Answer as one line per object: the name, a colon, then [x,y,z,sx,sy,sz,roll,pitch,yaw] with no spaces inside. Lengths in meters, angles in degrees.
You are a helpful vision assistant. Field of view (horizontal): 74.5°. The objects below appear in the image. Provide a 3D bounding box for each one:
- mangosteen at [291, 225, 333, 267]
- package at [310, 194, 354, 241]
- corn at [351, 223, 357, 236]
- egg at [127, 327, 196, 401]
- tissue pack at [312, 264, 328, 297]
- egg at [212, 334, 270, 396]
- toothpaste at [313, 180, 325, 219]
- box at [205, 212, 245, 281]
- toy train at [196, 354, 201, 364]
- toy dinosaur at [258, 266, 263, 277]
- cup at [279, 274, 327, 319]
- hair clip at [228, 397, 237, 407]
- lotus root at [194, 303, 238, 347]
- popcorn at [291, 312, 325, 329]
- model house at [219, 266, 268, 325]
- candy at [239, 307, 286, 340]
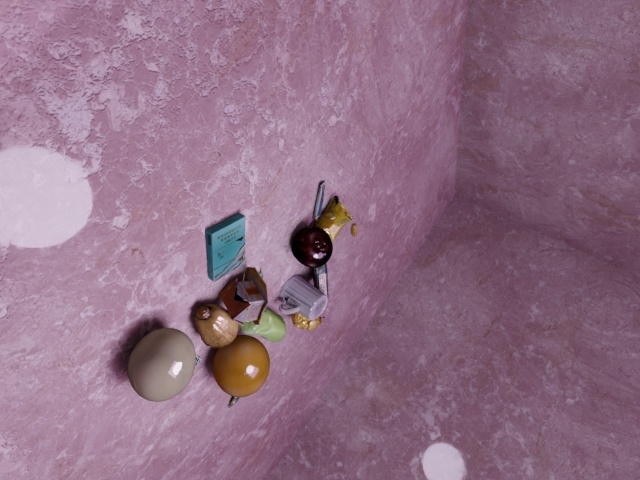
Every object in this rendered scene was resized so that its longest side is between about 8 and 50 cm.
mangosteen: [-0.042,0.032,1.963,0.210,0.209,0.210,-42,149,-33]
package: [0.055,-0.091,2.079,0.226,0.090,0.168,-51,118,-15]
corn: [0.200,-0.060,2.469,0.037,0.037,0.092,-44,148,-30]
egg: [-0.537,0.421,1.432,0.219,0.219,0.270,-13,124,-57]
tissue pack: [-0.001,0.185,2.219,0.073,0.173,0.236,-8,136,-5]
egg: [-0.350,0.564,1.875,0.250,0.250,0.323,-40,151,-35]
toothpaste: [-0.004,-0.182,1.977,0.057,0.034,0.197,-50,156,-57]
box: [-0.347,0.027,1.562,0.162,0.041,0.229,-34,144,-42]
toy train: [-0.533,0.444,1.658,0.047,0.043,0.207,-53,154,-19]
toy dinosaur: [-0.263,0.157,1.876,0.083,0.021,0.062,-56,161,1]
cup: [-0.097,0.312,2.128,0.221,0.202,0.167,-51,150,-18]
hair clip: [-0.437,0.803,2.218,0.060,0.033,0.189,-17,131,-58]
lotus root: [-0.411,0.341,1.663,0.154,0.140,0.257,-46,145,-15]
popcorn: [-0.092,0.409,2.267,0.163,0.194,0.140,11,112,-37]
model house: [-0.323,0.222,1.684,0.135,0.219,0.208,-5,132,-37]
candy: [-0.267,0.392,1.986,0.142,0.132,0.343,-52,154,-4]
